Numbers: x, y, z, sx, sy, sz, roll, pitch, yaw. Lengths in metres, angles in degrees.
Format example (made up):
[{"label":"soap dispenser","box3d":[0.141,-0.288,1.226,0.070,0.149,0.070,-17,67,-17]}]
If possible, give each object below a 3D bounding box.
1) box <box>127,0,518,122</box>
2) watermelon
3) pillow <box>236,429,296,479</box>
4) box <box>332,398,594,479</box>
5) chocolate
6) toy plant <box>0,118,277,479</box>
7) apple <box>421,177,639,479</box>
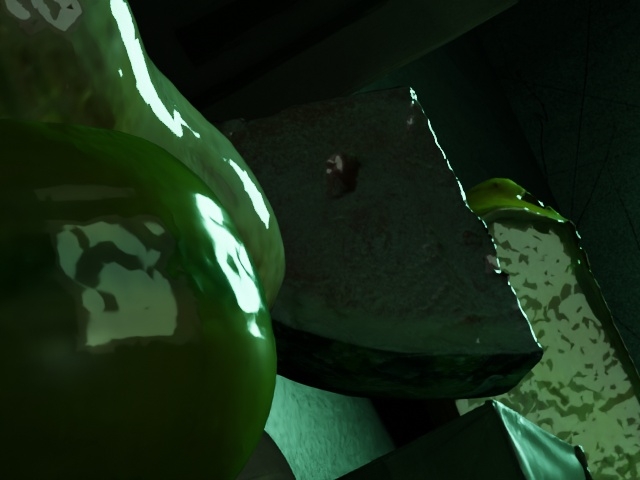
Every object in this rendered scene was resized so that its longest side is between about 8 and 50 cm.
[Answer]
[{"label":"box","box3d":[-0.010,-0.176,1.106,0.153,0.252,0.188,58,15,-12]},{"label":"watermelon","box3d":[0.000,0.000,0.968,0.256,0.176,0.260,34,-17,1]},{"label":"pillow","box3d":[-0.045,0.179,0.712,0.173,0.067,0.270,67,16,-3]},{"label":"box","box3d":[0.100,0.235,0.956,0.149,0.155,0.231,33,33,-58]},{"label":"chocolate","box3d":[-0.120,-0.047,0.738,0.309,0.134,0.134,56,15,-43]},{"label":"toy plant","box3d":[-0.083,0.138,0.475,0.224,0.184,0.316,64,12,-76]},{"label":"apple","box3d":[0.178,0.124,1.383,0.346,0.179,0.254,63,26,-4]}]
